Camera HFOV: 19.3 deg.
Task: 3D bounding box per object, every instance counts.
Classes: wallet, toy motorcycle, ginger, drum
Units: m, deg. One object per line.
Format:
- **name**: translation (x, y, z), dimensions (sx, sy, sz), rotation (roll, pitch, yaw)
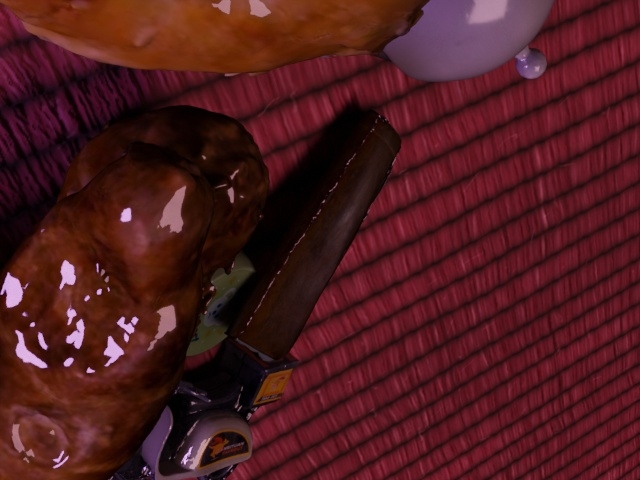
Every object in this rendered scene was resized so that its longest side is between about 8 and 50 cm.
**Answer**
- **wallet**: translation (0.000, 0.000, 1.804), dimensions (0.255, 0.031, 0.137), rotation (-58, 161, -4)
- **toy motorcycle**: translation (-0.144, 0.176, 1.846), dimensions (0.263, 0.091, 0.157), rotation (-8, 126, -54)
- **ginger**: translation (-0.177, 0.056, 1.498), dimensions (0.418, 0.176, 0.254), rotation (-57, 180, 29)
- **drum**: translation (-0.163, 0.089, 1.733), dimensions (0.253, 0.049, 0.130), rotation (-35, 152, -24)

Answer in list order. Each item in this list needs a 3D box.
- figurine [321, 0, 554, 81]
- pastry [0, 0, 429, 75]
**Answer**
- **figurine**: translation (0.088, -0.257, 1.508), dimensions (0.281, 0.167, 0.370), rotation (-47, 145, -8)
- **pastry**: translation (-0.051, -0.278, 1.109), dimensions (0.410, 0.245, 0.409), rotation (-3, 140, -3)
